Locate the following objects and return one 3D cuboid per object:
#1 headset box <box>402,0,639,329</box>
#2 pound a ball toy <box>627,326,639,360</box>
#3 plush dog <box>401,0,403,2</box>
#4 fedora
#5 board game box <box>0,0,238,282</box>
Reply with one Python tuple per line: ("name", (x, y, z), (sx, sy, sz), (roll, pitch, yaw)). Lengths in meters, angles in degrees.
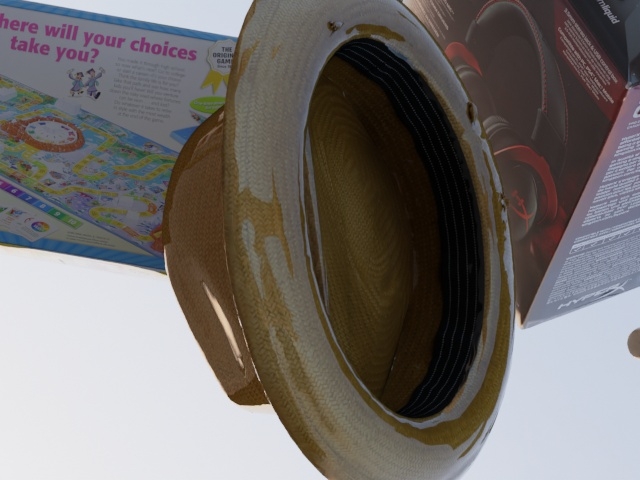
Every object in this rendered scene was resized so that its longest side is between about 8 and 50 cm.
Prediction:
("headset box", (0.149, -0.116, 0.897), (0.293, 0.110, 0.218), (101, -35, -57))
("pound a ball toy", (0.487, 0.051, 1.447), (0.319, 0.135, 0.208), (12, -82, 46))
("plush dog", (0.158, -0.187, 1.710), (0.210, 0.262, 0.225), (39, -45, 54))
("fedora", (0.000, 0.000, 0.513), (0.079, 0.194, 0.194), (-14, -94, 34))
("board game box", (-0.104, -0.043, 0.590), (0.026, 0.154, 0.103), (100, 0, -78))
